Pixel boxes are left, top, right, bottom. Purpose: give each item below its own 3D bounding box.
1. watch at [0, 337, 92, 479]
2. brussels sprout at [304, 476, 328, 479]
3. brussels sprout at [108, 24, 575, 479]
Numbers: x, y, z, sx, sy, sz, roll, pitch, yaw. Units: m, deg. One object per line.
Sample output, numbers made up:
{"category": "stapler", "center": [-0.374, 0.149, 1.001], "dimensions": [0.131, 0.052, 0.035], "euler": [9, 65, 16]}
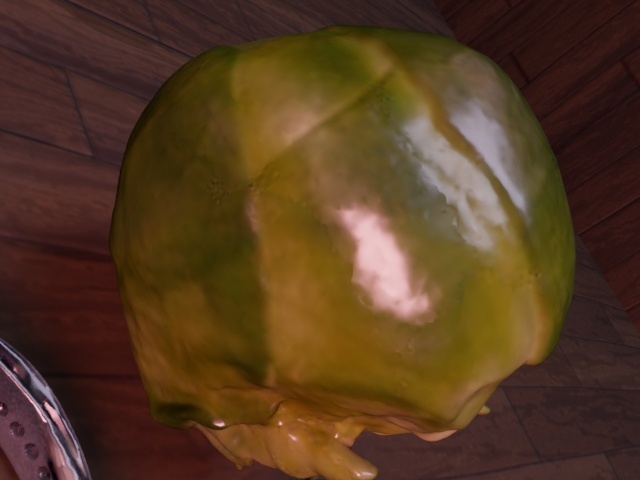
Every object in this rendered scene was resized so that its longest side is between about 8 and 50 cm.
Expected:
{"category": "watch", "center": [-0.217, 0.134, 0.473], "dimensions": [0.193, 0.068, 0.206], "euler": [18, 45, -55]}
{"category": "brussels sprout", "center": [0.003, 0.258, 0.658], "dimensions": [0.139, 0.100, 0.181], "euler": [25, 42, -10]}
{"category": "brussels sprout", "center": [0.000, 0.000, 0.635], "dimensions": [0.276, 0.371, 0.314], "euler": [-27, 87, -45]}
